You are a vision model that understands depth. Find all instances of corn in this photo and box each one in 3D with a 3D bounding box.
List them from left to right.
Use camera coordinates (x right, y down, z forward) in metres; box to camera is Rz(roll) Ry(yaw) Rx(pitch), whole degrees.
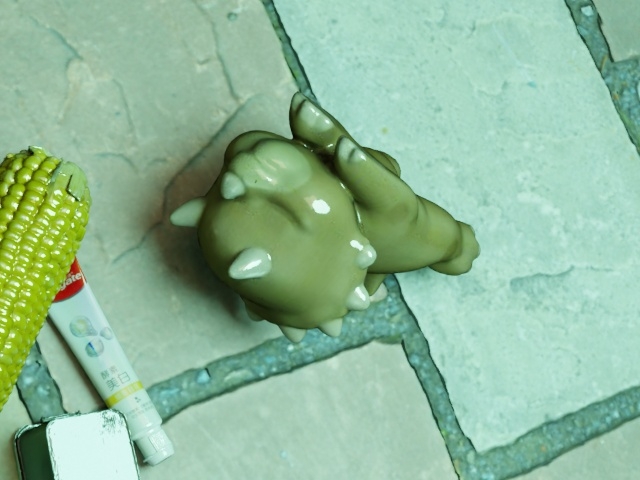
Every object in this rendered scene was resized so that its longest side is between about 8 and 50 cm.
[{"bbox_3d":[-0.253,0.049,1.289,0.091,0.091,0.260,12,67,24],"label":"corn"}]

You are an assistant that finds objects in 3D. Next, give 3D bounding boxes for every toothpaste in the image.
[{"bbox_3d":[-0.174,0.095,1.348,0.048,0.031,0.190,-30,84,-18],"label":"toothpaste"}]

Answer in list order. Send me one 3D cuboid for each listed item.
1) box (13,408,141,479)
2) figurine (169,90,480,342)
[{"bbox_3d":[-0.180,0.187,1.292,0.084,0.069,0.122,-9,77,-28],"label":"box"},{"bbox_3d":[-0.004,-0.003,1.387,0.177,0.247,0.173,42,97,20],"label":"figurine"}]
